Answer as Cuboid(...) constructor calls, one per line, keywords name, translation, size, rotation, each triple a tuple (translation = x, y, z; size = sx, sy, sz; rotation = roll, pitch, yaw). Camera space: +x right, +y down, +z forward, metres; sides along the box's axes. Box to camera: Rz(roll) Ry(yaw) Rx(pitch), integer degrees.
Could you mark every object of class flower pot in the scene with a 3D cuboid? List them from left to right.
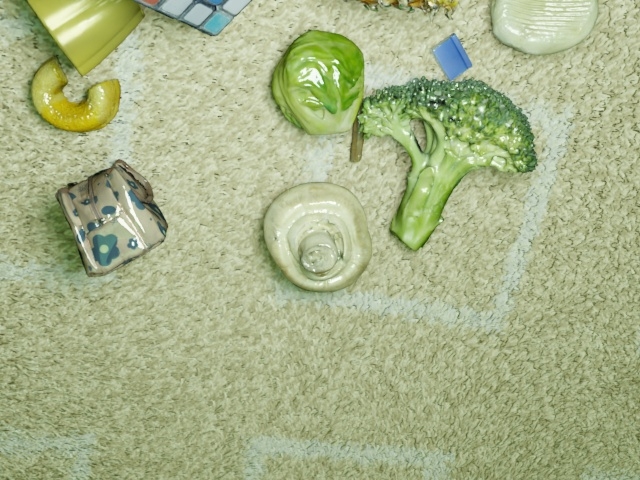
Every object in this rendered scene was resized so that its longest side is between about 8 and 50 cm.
Cuboid(name="flower pot", translation=(-0.448, -0.445, 1.381), size=(0.179, 0.195, 0.195), rotation=(-37, 113, -7))

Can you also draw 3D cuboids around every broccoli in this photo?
Cuboid(name="broccoli", translation=(0.304, -0.170, 1.595), size=(0.353, 0.275, 0.397), rotation=(2, 113, 31))

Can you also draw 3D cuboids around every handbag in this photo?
Cuboid(name="handbag", translation=(-0.436, -0.055, 1.501), size=(0.190, 0.251, 0.193), rotation=(-29, 104, -5))

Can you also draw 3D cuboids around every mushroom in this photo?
Cuboid(name="mushroom", translation=(0.000, 0.000, 1.598), size=(0.260, 0.234, 0.254), rotation=(18, 104, -15))

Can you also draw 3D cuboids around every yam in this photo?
Cuboid(name="yam", translation=(0.085, -0.250, 1.624), size=(0.032, 0.032, 0.145), rotation=(-1, 110, -10))

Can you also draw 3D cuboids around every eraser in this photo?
Cuboid(name="eraser", translation=(0.291, -0.407, 1.600), size=(0.063, 0.027, 0.085), rotation=(-35, 112, 3))

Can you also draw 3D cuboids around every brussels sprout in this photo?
Cuboid(name="brussels sprout", translation=(0.003, -0.332, 1.516), size=(0.223, 0.161, 0.223), rotation=(-13, 116, -30))

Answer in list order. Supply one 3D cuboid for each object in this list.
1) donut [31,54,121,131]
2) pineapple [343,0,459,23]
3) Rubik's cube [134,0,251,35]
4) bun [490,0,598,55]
Cuboid(name="donut", translation=(-0.510, -0.289, 1.483), size=(0.181, 0.078, 0.146), rotation=(20, 104, -15))
Cuboid(name="pineapple", translation=(0.139, -0.584, 1.325), size=(0.300, 0.352, 0.352), rotation=(15, 113, 25))
Cuboid(name="Rubik's cube", translation=(-0.229, -0.573, 1.217), size=(0.293, 0.292, 0.287), rotation=(-38, 69, 26))
Cuboid(name="bun", translation=(0.472, -0.499, 1.539), size=(0.231, 0.133, 0.231), rotation=(0, 92, 8))
